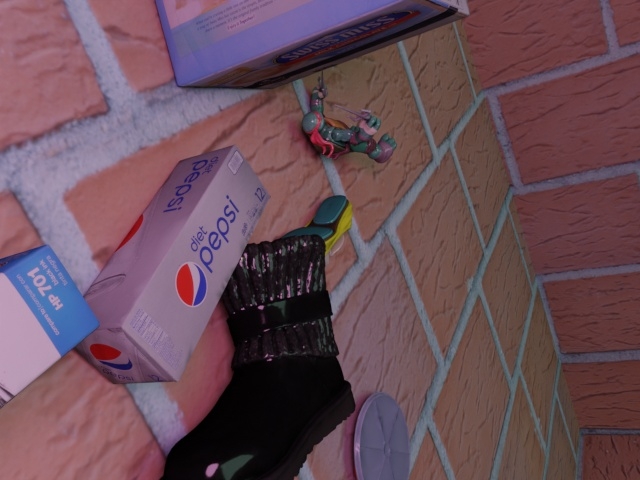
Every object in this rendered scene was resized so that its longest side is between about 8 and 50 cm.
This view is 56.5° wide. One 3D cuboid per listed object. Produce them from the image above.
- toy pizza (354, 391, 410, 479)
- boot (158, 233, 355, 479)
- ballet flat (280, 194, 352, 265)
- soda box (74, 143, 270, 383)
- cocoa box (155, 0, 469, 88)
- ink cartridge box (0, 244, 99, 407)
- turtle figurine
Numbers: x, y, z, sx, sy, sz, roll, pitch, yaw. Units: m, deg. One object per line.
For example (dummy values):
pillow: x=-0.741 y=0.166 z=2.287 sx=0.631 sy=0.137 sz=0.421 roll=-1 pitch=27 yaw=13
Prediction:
toy pizza: x=0.104 y=0.372 z=1.055 sx=0.201 sy=0.032 sz=0.201 roll=25 pitch=60 yaw=-52
boot: x=-0.086 y=0.137 z=0.720 sx=0.348 sy=0.131 sz=0.259 roll=-22 pitch=102 yaw=-62
ballet flat: x=0.000 y=0.000 z=0.969 sx=0.231 sy=0.077 sz=0.077 roll=-48 pitch=134 yaw=-55
soda box: x=-0.160 y=0.017 z=0.671 sx=0.091 sy=0.098 sz=0.286 roll=57 pitch=38 yaw=-34
cocoa box: x=-0.021 y=-0.355 z=0.774 sx=0.228 sy=0.347 sz=0.231 roll=-25 pitch=103 yaw=-58
ink cartridge box: x=-0.278 y=0.091 z=0.414 sx=0.190 sy=0.140 sz=0.082 roll=-48 pitch=120 yaw=-53
turtle figurine: x=0.033 y=-0.202 z=1.048 sx=0.175 sy=0.118 sz=0.234 roll=47 pitch=15 yaw=29
